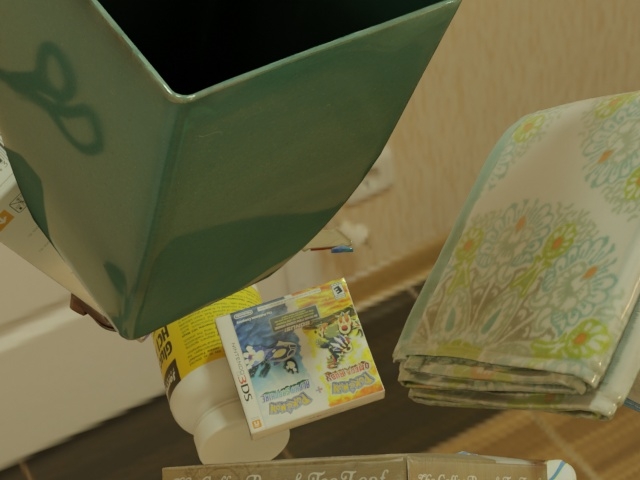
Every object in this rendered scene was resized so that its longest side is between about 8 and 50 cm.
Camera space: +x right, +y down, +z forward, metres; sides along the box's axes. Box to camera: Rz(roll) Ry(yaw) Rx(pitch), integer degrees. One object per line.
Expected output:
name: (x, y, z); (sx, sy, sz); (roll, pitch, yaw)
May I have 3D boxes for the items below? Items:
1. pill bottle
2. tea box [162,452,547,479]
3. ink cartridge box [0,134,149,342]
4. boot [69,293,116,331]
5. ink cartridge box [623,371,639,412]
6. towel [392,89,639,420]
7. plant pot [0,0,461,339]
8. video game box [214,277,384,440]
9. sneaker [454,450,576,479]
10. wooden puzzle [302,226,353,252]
pill bottle: (-0.159, 0.187, 2.183); (0.188, 0.188, 0.334); (-14, 50, -8)
tea box: (0.030, 0.369, 1.319); (0.329, 0.323, 0.220); (-10, -14, 43)
ink cartridge box: (-0.106, -0.053, 0.892); (0.206, 0.208, 0.045); (-47, 57, -4)
boot: (-0.251, 0.046, 1.653); (0.106, 0.114, 0.037); (19, 26, 15)
ink cartridge box: (0.395, 0.128, 1.637); (0.061, 0.181, 0.104); (26, 71, 30)
towel: (0.252, 0.008, 1.428); (0.320, 0.090, 0.374); (-3, 55, 58)
plant pot: (-0.070, -0.068, 0.712); (0.166, 0.234, 0.165); (-25, 62, -33)
video game box: (-0.032, 0.171, 2.025); (0.205, 0.048, 0.187); (-18, 71, -6)
sneaker: (0.245, 0.330, 1.874); (0.240, 0.126, 0.091); (-25, 28, -26)
wooden puzzle: (0.000, 0.000, 1.936); (0.078, 0.014, 0.116); (-6, 20, -13)
